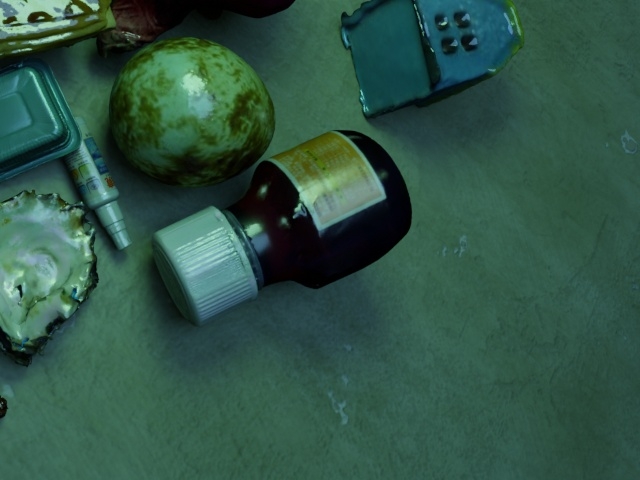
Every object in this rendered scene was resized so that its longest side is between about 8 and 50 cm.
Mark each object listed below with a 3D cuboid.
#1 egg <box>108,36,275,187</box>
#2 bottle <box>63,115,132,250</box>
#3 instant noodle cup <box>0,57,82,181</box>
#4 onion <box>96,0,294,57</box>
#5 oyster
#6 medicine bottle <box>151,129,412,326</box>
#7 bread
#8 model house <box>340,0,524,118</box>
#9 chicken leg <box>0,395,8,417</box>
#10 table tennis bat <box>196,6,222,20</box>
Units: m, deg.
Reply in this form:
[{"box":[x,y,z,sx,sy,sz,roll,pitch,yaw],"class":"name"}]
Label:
[{"box":[-0.198,-0.200,1.463,0.289,0.238,0.238,6,77,-55],"class":"egg"},{"box":[-0.356,-0.087,1.444,0.060,0.060,0.217,-27,96,-33],"class":"bottle"},{"box":[-0.462,-0.179,1.353,0.179,0.070,0.157,-25,95,-11],"class":"instant noodle cup"},{"box":[-0.218,-0.463,1.437,0.398,0.398,0.420,36,81,-23],"class":"onion"},{"box":[-0.425,0.054,1.362,0.198,0.092,0.260,5,70,-32],"class":"oyster"},{"box":[-0.068,-0.016,1.490,0.395,0.242,0.242,-25,96,-23],"class":"medicine bottle"},{"box":[-0.493,-0.388,1.343,0.324,0.167,0.277,-16,91,-25],"class":"bread"},{"box":[0.230,-0.374,1.765,0.303,0.237,0.216,-12,88,-34],"class":"model house"},{"box":[-0.516,0.253,1.296,0.145,0.037,0.062,-21,71,-34],"class":"chicken leg"},{"box":[-0.209,-0.428,1.628,0.083,0.007,0.050,42,62,-22],"class":"table tennis bat"}]
